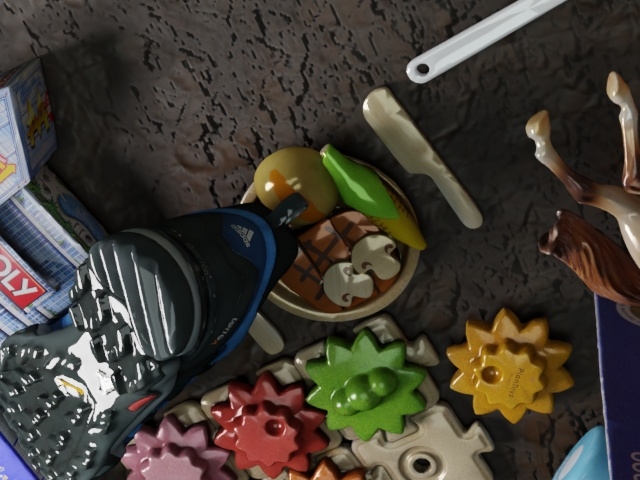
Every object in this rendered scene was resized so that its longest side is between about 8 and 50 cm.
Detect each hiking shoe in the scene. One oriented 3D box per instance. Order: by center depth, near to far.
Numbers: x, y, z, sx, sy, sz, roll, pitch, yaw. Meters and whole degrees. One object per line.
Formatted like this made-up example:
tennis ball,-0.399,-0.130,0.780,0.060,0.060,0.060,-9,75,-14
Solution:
hiking shoe,-0.115,0.073,0.931,0.304,0.132,0.113,-38,79,52

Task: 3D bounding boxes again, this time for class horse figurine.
horse figurine,0.231,-0.048,0.816,0.263,0.066,0.174,-40,104,-12

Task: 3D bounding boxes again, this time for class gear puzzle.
gear puzzle,0.026,0.150,1.002,0.339,0.044,0.175,-26,110,19

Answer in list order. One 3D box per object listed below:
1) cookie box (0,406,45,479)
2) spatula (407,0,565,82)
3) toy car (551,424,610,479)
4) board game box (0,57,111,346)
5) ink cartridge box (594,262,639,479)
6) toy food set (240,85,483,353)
cookie box,-0.258,0.156,1.050,0.092,0.040,0.107,-27,109,20
spatula,0.121,-0.197,0.831,0.242,0.019,0.168,-29,110,20
toy car,0.204,0.294,0.973,0.219,0.210,0.238,34,129,3
board game box,-0.228,-0.020,0.948,0.194,0.060,0.194,-35,107,23
ink cartridge box,0.320,0.081,0.767,0.330,0.324,0.071,11,116,3
toy food set,0.000,0.000,0.935,0.192,0.038,0.132,-35,107,22
